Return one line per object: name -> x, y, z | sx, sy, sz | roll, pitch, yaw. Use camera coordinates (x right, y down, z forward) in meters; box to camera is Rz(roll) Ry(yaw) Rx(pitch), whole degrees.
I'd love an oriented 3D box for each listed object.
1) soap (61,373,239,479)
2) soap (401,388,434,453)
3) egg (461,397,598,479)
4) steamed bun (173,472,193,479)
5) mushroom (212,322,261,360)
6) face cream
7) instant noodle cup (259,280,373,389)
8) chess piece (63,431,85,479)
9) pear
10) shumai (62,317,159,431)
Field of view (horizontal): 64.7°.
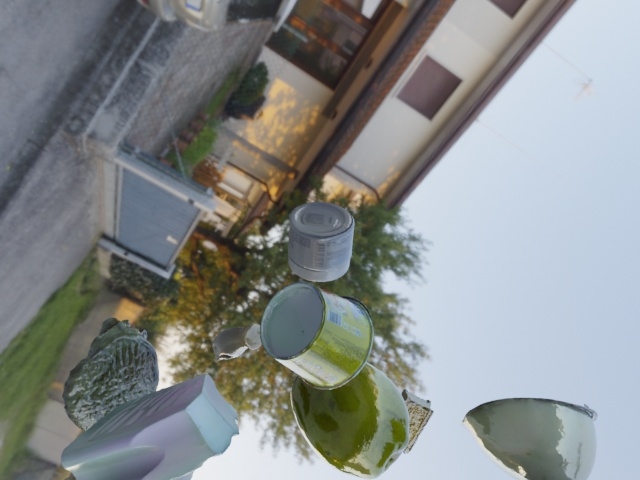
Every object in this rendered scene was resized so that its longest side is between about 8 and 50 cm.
soap -> -0.315, 0.372, 0.972 | 0.346, 0.115, 0.208 | -25, -173, 28
soap -> 0.352, 0.743, 2.071 | 0.076, 0.134, 0.234 | -66, -179, -77
egg -> 0.471, 0.462, 1.133 | 0.264, 0.286, 0.174 | 90, 9, -55
steamed bun -> -0.540, 0.632, 1.533 | 0.309, 0.309, 0.309 | -55, -164, 23
mushroom -> -0.280, 0.333, 1.647 | 0.247, 0.108, 0.096 | -35, -162, 46
face cream -> 0.000, 0.000, 1.380 | 0.177, 0.177, 0.153 | -82, 177, -55
instant noodle cup -> -0.013, 0.182, 1.009 | 0.204, 0.153, 0.205 | -19, -125, 28
chess piece -> -0.734, 0.687, 1.592 | 0.139, 0.123, 0.308 | 117, -15, -57
pear -> 0.069, 0.418, 1.222 | 0.252, 0.307, 0.253 | -35, 142, -32
shumai -> -0.544, 0.348, 1.314 | 0.203, 0.222, 0.272 | 6, -123, 55
